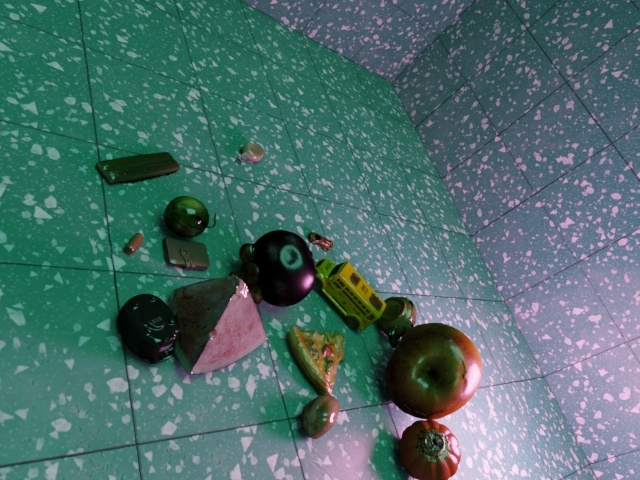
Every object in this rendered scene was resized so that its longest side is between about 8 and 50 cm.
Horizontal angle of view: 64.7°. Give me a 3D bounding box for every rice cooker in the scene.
[{"bbox_3d":[-0.471,0.241,1.397,0.203,0.118,0.142,50,41,14],"label":"rice cooker"}]

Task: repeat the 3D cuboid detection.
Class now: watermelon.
[{"bbox_3d":[-0.437,-0.072,1.717,0.187,0.141,0.140,31,38,-43],"label":"watermelon"},{"bbox_3d":[-0.288,0.216,1.528,0.283,0.293,0.250,58,14,16],"label":"watermelon"}]

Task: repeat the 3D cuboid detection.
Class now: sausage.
[{"bbox_3d":[-0.579,0.008,1.573,0.034,0.034,0.083,39,35,-17],"label":"sausage"}]

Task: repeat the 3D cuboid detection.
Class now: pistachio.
[{"bbox_3d":[0.007,0.567,1.648,0.185,0.109,0.126,-31,115,-59],"label":"pistachio"}]

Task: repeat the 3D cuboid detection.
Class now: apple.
[{"bbox_3d":[0.438,0.507,1.996,0.374,0.384,0.374,56,8,-11],"label":"apple"}]

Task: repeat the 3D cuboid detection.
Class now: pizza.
[{"bbox_3d":[0.014,0.390,1.846,0.279,0.075,0.288,54,35,3],"label":"pizza"}]

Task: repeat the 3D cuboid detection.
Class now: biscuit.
[{"bbox_3d":[-0.625,-0.260,1.773,0.099,0.038,0.323,52,34,8],"label":"biscuit"}]

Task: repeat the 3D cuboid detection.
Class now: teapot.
[{"bbox_3d":[0.339,0.352,2.191,0.182,0.173,0.269,55,36,-40],"label":"teapot"}]

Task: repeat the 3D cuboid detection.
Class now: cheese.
[{"bbox_3d":[-0.317,-0.387,2.228,0.171,0.048,0.092,-18,71,-53],"label":"cheese"}]

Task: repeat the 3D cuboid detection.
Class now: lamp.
[{"bbox_3d":[0.391,0.758,1.819,0.224,0.196,0.223,1,49,-1],"label":"lamp"}]

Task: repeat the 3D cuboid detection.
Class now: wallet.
[{"bbox_3d":[-0.446,0.044,1.687,0.153,0.039,0.117,12,48,-44],"label":"wallet"}]

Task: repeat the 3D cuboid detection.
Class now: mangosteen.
[{"bbox_3d":[-0.171,0.104,1.788,0.303,0.275,0.274,-12,62,-13],"label":"mangosteen"}]

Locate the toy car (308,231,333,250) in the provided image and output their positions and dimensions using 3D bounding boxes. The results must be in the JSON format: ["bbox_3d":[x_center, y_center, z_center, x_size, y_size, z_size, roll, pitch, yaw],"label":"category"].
[{"bbox_3d":[0.000,0.000,2.231,0.122,0.035,0.059,32,42,-28],"label":"toy car"}]

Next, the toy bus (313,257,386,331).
[{"bbox_3d":[0.107,0.201,2.060,0.330,0.152,0.144,47,35,-4],"label":"toy bus"}]
